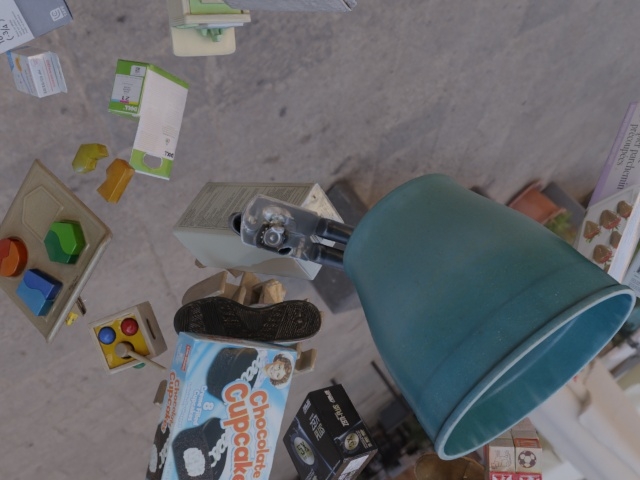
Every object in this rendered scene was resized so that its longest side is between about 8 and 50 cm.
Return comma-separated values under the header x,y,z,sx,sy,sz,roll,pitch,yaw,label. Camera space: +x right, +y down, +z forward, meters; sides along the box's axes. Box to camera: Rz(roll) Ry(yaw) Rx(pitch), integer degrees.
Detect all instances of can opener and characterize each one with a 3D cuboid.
x,y,z,sx,sy,sz,roll,pitch,yaw,label
0.000,0.000,1.011,0.283,0.095,0.076,17,88,-28,can opener

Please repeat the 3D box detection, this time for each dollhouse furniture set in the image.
x,y,z,sx,sy,sz,roll,pitch,yaw,label
-0.222,0.262,1.706,0.256,0.394,0.362,-25,125,31,dollhouse furniture set

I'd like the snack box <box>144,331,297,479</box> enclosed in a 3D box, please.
x,y,z,sx,sy,sz,roll,pitch,yaw,label
-0.158,0.311,1.024,0.187,0.060,0.322,14,88,-36,snack box

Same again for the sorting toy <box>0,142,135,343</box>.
x,y,z,sx,sy,sz,roll,pitch,yaw,label
-0.414,-0.025,1.033,0.307,0.229,0.041,-56,153,14,sorting toy

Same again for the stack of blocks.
x,y,z,sx,sy,sz,roll,pitch,yaw,label
0.356,0.423,1.261,0.087,0.171,0.297,-2,-179,11,stack of blocks

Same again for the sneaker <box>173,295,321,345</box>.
x,y,z,sx,sy,sz,roll,pitch,yaw,label
-0.165,0.178,1.370,0.296,0.123,0.178,3,160,-23,sneaker

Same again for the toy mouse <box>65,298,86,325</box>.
x,y,z,sx,sy,sz,roll,pitch,yaw,label
-0.822,0.217,2.071,0.031,0.143,0.161,-27,-143,52,toy mouse

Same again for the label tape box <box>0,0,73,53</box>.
x,y,z,sx,sy,sz,roll,pitch,yaw,label
-0.692,-0.450,1.310,0.334,0.240,0.106,-31,141,-15,label tape box

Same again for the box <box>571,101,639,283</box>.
x,y,z,sx,sy,sz,roll,pitch,yaw,label
0.419,-0.045,0.938,0.067,0.063,0.324,41,71,-46,box

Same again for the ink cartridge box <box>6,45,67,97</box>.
x,y,z,sx,sy,sz,roll,pitch,yaw,label
-0.714,-0.423,1.679,0.061,0.181,0.104,-29,126,-36,ink cartridge box

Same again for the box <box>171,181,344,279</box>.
x,y,z,sx,sy,sz,roll,pitch,yaw,label
-0.127,-0.025,1.306,0.121,0.311,0.148,54,56,-37,box

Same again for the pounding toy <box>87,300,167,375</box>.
x,y,z,sx,sy,sz,roll,pitch,yaw,label
-0.372,0.206,1.325,0.130,0.141,0.100,-22,180,7,pounding toy

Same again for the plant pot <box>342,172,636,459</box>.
x,y,z,sx,sy,sz,roll,pitch,yaw,label
0.166,0.065,0.782,0.272,0.255,0.271,-27,148,-19,plant pot

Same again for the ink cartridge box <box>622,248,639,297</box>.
x,y,z,sx,sy,sz,roll,pitch,yaw,label
0.657,0.029,1.192,0.087,0.153,0.208,-38,150,-36,ink cartridge box

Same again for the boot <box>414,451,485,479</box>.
x,y,z,sx,sy,sz,roll,pitch,yaw,label
0.341,0.570,1.519,0.115,0.305,0.112,13,93,-58,boot

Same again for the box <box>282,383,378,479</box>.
x,y,z,sx,sy,sz,roll,pitch,yaw,label
0.013,0.387,1.270,0.077,0.147,0.180,-7,140,-32,box

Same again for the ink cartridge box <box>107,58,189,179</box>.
x,y,z,sx,sy,sz,roll,pitch,yaw,label
-0.433,-0.293,1.648,0.189,0.097,0.255,9,94,-72,ink cartridge box

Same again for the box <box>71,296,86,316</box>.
x,y,z,sx,sy,sz,roll,pitch,yaw,label
-0.659,0.103,1.575,0.164,0.201,0.021,100,14,-59,box

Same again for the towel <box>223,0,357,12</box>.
x,y,z,sx,sy,sz,roll,pitch,yaw,label
-0.083,-0.476,1.241,0.187,0.282,0.049,18,80,-72,towel

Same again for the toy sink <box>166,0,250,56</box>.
x,y,z,sx,sy,sz,roll,pitch,yaw,label
-0.246,-0.524,1.455,0.153,0.131,0.234,-10,107,-26,toy sink
